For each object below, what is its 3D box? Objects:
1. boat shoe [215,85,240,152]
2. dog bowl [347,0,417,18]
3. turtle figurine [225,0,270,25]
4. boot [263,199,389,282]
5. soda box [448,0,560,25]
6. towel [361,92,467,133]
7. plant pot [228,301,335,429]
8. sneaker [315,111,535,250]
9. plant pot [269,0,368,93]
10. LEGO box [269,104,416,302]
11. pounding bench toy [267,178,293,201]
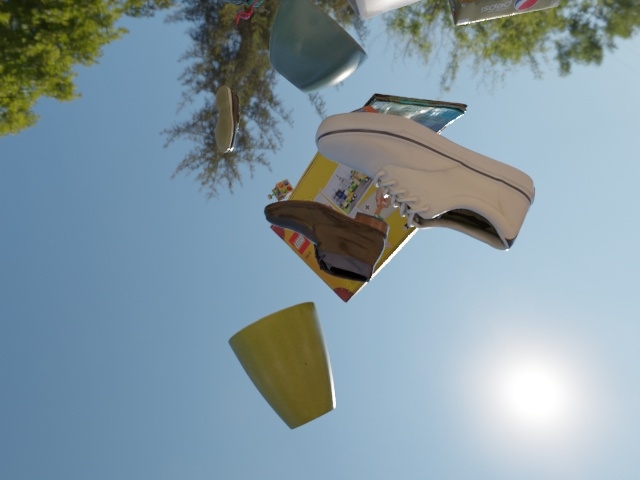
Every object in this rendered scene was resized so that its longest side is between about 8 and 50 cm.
[{"bbox_3d":[-0.305,-0.403,1.614,0.069,0.081,0.227,7,-100,-56],"label":"boat shoe"},{"bbox_3d":[0.012,-0.397,0.493,0.102,0.349,0.348,-28,-121,12],"label":"dog bowl"},{"bbox_3d":[-0.181,-0.522,0.918,0.234,0.175,0.118,25,-121,-25],"label":"turtle figurine"},{"bbox_3d":[0.000,0.000,0.806,0.219,0.082,0.106,10,-115,7],"label":"boot"},{"bbox_3d":[0.318,-0.427,0.817,0.181,0.058,0.061,-9,-107,4],"label":"soda box"},{"bbox_3d":[0.290,-0.417,1.687,0.370,0.271,0.040,-1,-107,-23],"label":"towel"},{"bbox_3d":[-0.078,0.366,1.360,0.275,0.275,0.293,-16,-109,-31],"label":"plant pot"},{"bbox_3d":[0.110,-0.065,0.533,0.258,0.094,0.091,19,-111,4],"label":"sneaker"},{"bbox_3d":[-0.034,-0.544,1.379,0.290,0.195,0.290,37,-165,-11],"label":"plant pot"},{"bbox_3d":[0.115,-0.101,1.518,0.372,0.500,0.193,45,-139,9],"label":"LEGO box"},{"bbox_3d":[-0.150,-0.180,1.756,0.083,0.065,0.052,-29,-96,-28],"label":"pounding bench toy"}]
